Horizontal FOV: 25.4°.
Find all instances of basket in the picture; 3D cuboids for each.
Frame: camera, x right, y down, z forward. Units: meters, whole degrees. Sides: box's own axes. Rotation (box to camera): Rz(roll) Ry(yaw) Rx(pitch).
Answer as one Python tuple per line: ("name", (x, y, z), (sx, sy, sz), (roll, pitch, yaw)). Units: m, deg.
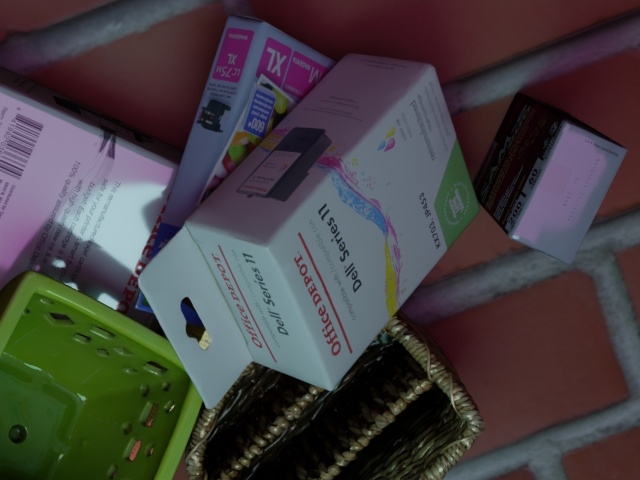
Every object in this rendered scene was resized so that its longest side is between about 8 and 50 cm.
("basket", (-0.004, 0.196, 1.535), (0.299, 0.223, 0.213), (-43, 103, 6))

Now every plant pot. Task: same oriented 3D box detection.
("plant pot", (-0.282, 0.185, 1.432), (0.227, 0.207, 0.228), (33, 66, -25))

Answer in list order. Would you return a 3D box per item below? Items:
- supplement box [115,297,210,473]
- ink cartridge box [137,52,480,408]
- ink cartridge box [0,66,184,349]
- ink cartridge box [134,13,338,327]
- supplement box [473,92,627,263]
("supplement box", (-0.167, 0.155, 1.586), (0.080, 0.078, 0.233), (27, 99, -10))
("ink cartridge box", (0.000, 0.000, 1.419), (0.353, 0.119, 0.207), (-49, 134, -28))
("ink cartridge box", (-0.284, -0.038, 1.507), (0.289, 0.121, 0.211), (25, 100, -10))
("ink cartridge box", (-0.066, -0.054, 1.468), (0.186, 0.065, 0.311), (22, 87, -49))
("supplement box", (0.231, -0.071, 1.481), (0.073, 0.239, 0.130), (23, 100, -8))
